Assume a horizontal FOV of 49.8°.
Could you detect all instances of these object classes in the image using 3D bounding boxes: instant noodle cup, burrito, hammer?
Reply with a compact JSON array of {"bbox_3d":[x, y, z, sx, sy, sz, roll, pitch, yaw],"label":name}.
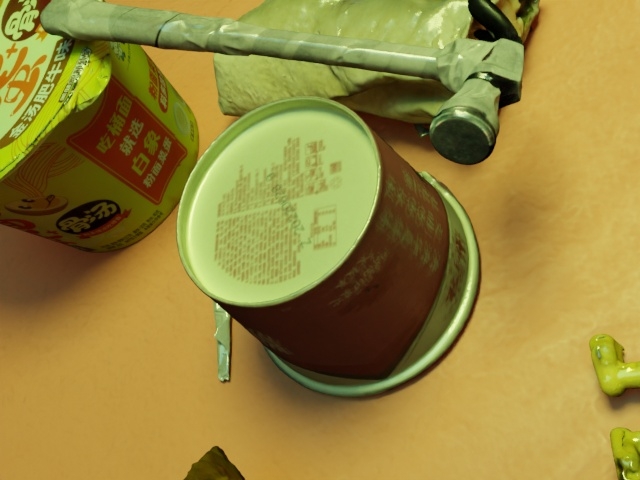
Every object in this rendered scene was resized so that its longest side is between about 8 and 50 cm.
[{"bbox_3d":[0.000,0.000,0.591,0.234,0.178,0.235,-12,61,23],"label":"instant noodle cup"},{"bbox_3d":[0.031,-0.208,0.695,0.331,0.135,0.190,11,72,32],"label":"burrito"},{"bbox_3d":[-0.054,-0.155,0.549,0.426,0.044,0.152,12,53,18],"label":"hammer"},{"bbox_3d":[-0.292,-0.131,0.780,0.311,0.221,0.312,-11,64,24],"label":"instant noodle cup"}]

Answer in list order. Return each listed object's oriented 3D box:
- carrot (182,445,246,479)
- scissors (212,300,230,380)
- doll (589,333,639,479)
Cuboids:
[{"bbox_3d":[-0.059,0.324,0.440,0.340,0.241,0.241,38,88,33],"label":"carrot"},{"bbox_3d":[-0.106,0.042,0.724,0.110,0.021,0.212,-18,60,23],"label":"scissors"},{"bbox_3d":[0.362,0.078,0.417,0.365,0.094,0.160,-13,53,21],"label":"doll"}]
